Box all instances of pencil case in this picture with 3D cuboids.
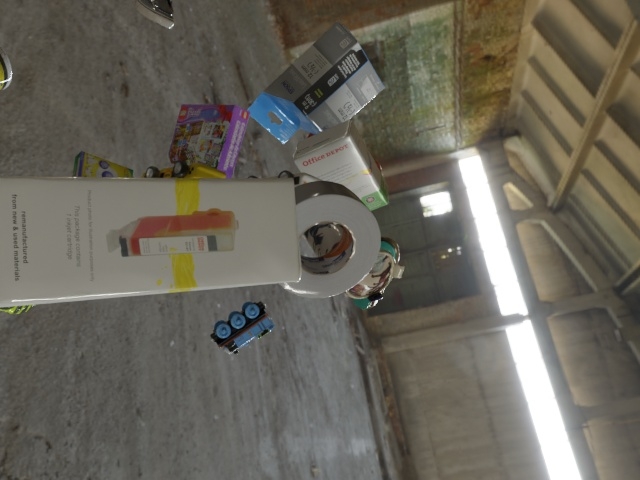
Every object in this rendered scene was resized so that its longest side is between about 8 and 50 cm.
[{"bbox_3d":[0.073,0.016,1.620,0.410,0.184,0.159,51,-54,57],"label":"pencil case"}]

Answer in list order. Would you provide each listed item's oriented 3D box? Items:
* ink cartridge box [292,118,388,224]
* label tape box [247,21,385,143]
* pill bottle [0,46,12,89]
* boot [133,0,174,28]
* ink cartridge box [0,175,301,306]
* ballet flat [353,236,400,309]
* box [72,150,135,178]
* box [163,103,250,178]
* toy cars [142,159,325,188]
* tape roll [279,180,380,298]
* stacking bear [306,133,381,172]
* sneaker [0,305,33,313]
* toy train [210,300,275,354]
[{"bbox_3d":[0.053,-0.165,1.336,0.212,0.154,0.093,55,26,-31],"label":"ink cartridge box"},{"bbox_3d":[-0.008,-0.409,1.565,0.115,0.348,0.249,51,9,25],"label":"label tape box"},{"bbox_3d":[-1.176,-0.524,1.728,0.334,0.188,0.187,-53,133,-52],"label":"pill bottle"},{"bbox_3d":[-0.314,-0.477,1.050,0.069,0.086,0.190,14,27,-41],"label":"boot"},{"bbox_3d":[-0.257,-0.003,0.826,0.279,0.385,0.160,174,-86,-66],"label":"ink cartridge box"},{"bbox_3d":[0.197,0.089,1.784,0.124,0.116,0.342,-38,153,-40],"label":"ballet flat"},{"bbox_3d":[-0.595,-0.168,1.527,0.179,0.043,0.105,21,55,-44],"label":"box"},{"bbox_3d":[-0.327,-0.280,1.545,0.057,0.293,0.200,16,90,-44],"label":"box"},{"bbox_3d":[-0.189,-0.099,1.159,0.176,0.394,0.087,116,-21,-80],"label":"toy cars"},{"bbox_3d":[0.000,0.000,1.039,0.072,0.219,0.219,-120,-170,-58],"label":"tape roll"},{"bbox_3d":[0.092,-0.268,1.859,0.289,0.164,0.175,41,-43,30],"label":"stacking bear"},{"bbox_3d":[-0.649,0.070,1.045,0.124,0.109,0.295,34,-13,11],"label":"sneaker"},{"bbox_3d":[-0.226,0.254,1.585,0.105,0.184,0.080,59,-14,-11],"label":"toy train"}]
